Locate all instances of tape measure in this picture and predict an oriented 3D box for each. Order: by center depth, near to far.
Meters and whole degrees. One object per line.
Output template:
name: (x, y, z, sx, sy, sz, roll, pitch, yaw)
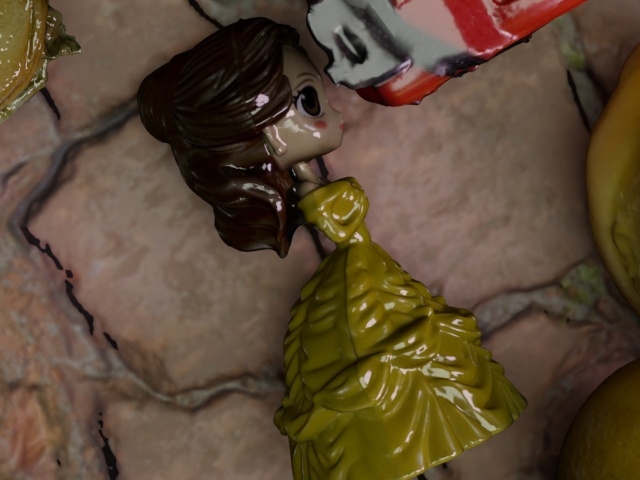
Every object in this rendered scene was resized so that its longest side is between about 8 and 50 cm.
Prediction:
tape measure: (0.106, -0.177, 1.216, 0.260, 0.253, 0.114, -28, 95, 0)

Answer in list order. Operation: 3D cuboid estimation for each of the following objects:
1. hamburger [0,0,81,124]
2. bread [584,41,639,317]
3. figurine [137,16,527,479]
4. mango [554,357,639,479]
hamburger: (-0.276, -0.157, 1.221, 0.189, 0.122, 0.215, -38, 97, -10)
bread: (0.312, -0.009, 1.259, 0.211, 0.270, 0.315, -53, 131, -36)
figurine: (0.004, -0.002, 1.270, 0.187, 0.168, 0.315, -24, 92, -49)
mango: (0.261, 0.213, 1.266, 0.199, 0.221, 0.384, -17, 137, 10)
